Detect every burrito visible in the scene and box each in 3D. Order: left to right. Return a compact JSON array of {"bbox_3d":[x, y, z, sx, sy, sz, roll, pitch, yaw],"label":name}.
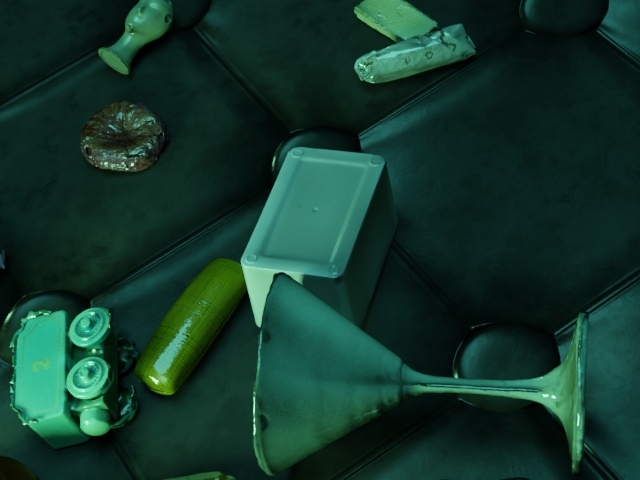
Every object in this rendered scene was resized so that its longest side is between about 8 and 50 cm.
[{"bbox_3d":[0.155,-0.304,2.195,0.203,0.064,0.064,-17,50,1],"label":"burrito"}]

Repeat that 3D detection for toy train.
[{"bbox_3d":[-0.352,0.191,1.910,0.163,0.112,0.203,-15,50,10],"label":"toy train"}]

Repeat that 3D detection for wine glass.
[{"bbox_3d":[0.135,0.185,1.708,0.406,0.267,0.267,4,54,10],"label":"wine glass"}]

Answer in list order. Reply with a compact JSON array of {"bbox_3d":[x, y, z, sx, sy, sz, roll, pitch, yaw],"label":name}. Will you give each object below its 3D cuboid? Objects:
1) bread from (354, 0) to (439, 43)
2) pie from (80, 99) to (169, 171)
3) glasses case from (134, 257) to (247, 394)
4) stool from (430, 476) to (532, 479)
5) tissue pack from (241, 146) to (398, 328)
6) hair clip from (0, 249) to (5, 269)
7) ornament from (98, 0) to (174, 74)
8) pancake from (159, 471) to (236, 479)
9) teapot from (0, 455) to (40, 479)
[{"bbox_3d":[0.129,-0.376,2.277,0.068,0.028,0.153,-41,55,-17],"label":"bread"},{"bbox_3d":[-0.327,-0.174,2.231,0.153,0.038,0.154,-6,52,8],"label":"pie"},{"bbox_3d":[-0.186,0.120,1.948,0.079,0.064,0.234,23,60,20],"label":"glasses case"},{"bbox_3d":[0.191,0.350,1.642,0.217,0.125,0.121,3,70,-6],"label":"stool"},{"bbox_3d":[0.001,0.000,1.931,0.159,0.136,0.246,7,50,18],"label":"tissue pack"},{"bbox_3d":[-0.652,0.107,2.082,0.358,0.110,0.096,-22,94,-12],"label":"hair clip"},{"bbox_3d":[-0.318,-0.371,2.358,0.074,0.081,0.156,28,68,25],"label":"ornament"},{"bbox_3d":[-0.197,0.418,1.739,0.266,0.057,0.244,-38,62,-10],"label":"pancake"},{"bbox_3d":[-0.457,0.378,1.773,0.178,0.135,0.252,-18,49,6],"label":"teapot"}]
